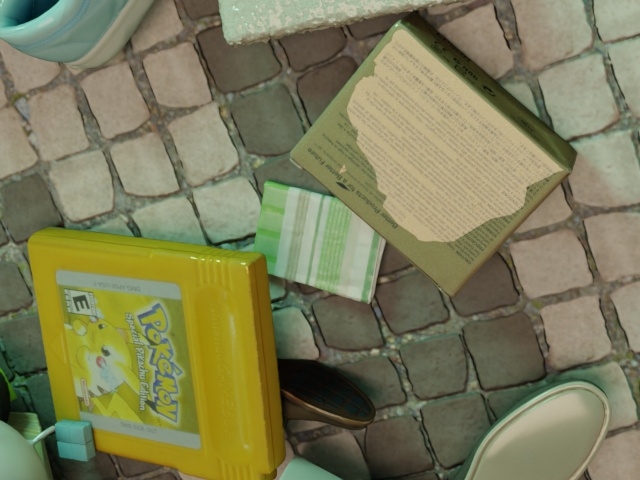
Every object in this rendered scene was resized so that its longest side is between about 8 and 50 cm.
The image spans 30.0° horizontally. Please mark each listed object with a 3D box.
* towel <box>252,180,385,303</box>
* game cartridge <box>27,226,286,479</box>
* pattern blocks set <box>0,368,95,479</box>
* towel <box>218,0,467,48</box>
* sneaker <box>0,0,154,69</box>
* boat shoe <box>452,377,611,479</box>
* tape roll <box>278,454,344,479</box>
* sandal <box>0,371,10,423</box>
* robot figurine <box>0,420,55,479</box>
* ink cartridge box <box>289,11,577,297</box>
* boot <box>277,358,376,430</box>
[{"bbox_3d":[0.000,0.000,1.366,0.152,0.023,0.113,17,110,13],"label":"towel"},{"bbox_3d":[-0.194,0.136,1.406,0.323,0.052,0.286,6,111,32],"label":"game cartridge"},{"bbox_3d":[-0.420,0.294,1.557,0.324,0.026,0.286,13,112,24],"label":"pattern blocks set"},{"bbox_3d":[0.015,-0.310,1.216,0.282,0.049,0.187,-9,91,19],"label":"towel"},{"bbox_3d":[-0.218,-0.329,1.223,0.135,0.150,0.366,46,117,27],"label":"sneaker"},{"bbox_3d":[0.208,0.275,1.371,0.112,0.095,0.335,35,109,0],"label":"boat shoe"},{"bbox_3d":[-0.011,0.394,1.381,0.169,0.246,0.246,28,114,6],"label":"tape roll"},{"bbox_3d":[-0.593,0.224,1.541,0.445,0.107,0.168,-5,107,25],"label":"sandal"},{"bbox_3d":[-0.453,0.345,1.397,0.199,0.300,0.353,39,96,25],"label":"robot figurine"},{"bbox_3d":[0.119,-0.091,1.260,0.234,0.088,0.193,41,116,-1],"label":"ink cartridge box"},{"bbox_3d":[-0.040,0.199,1.420,0.219,0.082,0.106,21,122,19],"label":"boot"}]
